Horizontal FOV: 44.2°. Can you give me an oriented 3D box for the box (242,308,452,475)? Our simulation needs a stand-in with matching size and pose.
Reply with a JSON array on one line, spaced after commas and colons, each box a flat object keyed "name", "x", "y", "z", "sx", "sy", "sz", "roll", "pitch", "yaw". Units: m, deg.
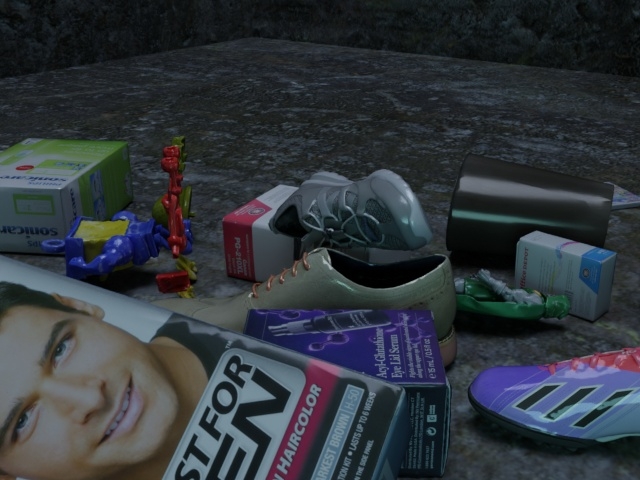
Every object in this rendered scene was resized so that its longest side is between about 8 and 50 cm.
[{"name": "box", "x": 0.019, "y": 0.150, "z": 0.805, "sx": 0.207, "sy": 0.108, "sz": 0.153, "roll": 0, "pitch": 23, "yaw": 0}]

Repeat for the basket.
[{"name": "basket", "x": 0.328, "y": -0.042, "z": 1.229, "sx": 0.227, "sy": 0.154, "sz": 0.204, "roll": 11, "pitch": 26, "yaw": 18}]

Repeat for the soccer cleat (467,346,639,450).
[{"name": "soccer cleat", "x": 0.312, "y": 0.147, "z": 0.796, "sx": 0.318, "sy": 0.116, "sz": 0.108, "roll": 6, "pitch": 23, "yaw": 13}]

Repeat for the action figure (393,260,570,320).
[{"name": "action figure", "x": 0.210, "y": 0.071, "z": 1.038, "sx": 0.232, "sy": 0.063, "sz": 0.137, "roll": 10, "pitch": -8, "yaw": 7}]

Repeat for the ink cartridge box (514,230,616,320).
[{"name": "ink cartridge box", "x": 0.333, "y": 0.046, "z": 1.081, "sx": 0.122, "sy": 0.088, "sz": 0.052, "roll": 19, "pitch": 29, "yaw": 40}]

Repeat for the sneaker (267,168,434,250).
[{"name": "sneaker", "x": 0.034, "y": -0.018, "z": 0.988, "sx": 0.115, "sy": 0.105, "sz": 0.281, "roll": -36, "pitch": 19, "yaw": -22}]

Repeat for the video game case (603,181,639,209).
[{"name": "video game case", "x": 0.551, "y": -0.086, "z": 1.507, "sx": 0.087, "sy": 0.011, "sz": 0.122, "roll": -6, "pitch": 23, "yaw": -15}]

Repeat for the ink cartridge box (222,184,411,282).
[{"name": "ink cartridge box", "x": 0.000, "y": 0.000, "z": 1.184, "sx": 0.237, "sy": 0.100, "sz": 0.172, "roll": 11, "pitch": 26, "yaw": 26}]

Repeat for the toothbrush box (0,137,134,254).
[{"name": "toothbrush box", "x": -0.477, "y": -0.085, "z": 1.375, "sx": 0.206, "sy": 0.122, "sz": 0.283, "roll": 3, "pitch": 24, "yaw": 9}]

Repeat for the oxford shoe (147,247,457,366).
[{"name": "oxford shoe", "x": -0.034, "y": 0.073, "z": 0.944, "sx": 0.397, "sy": 0.146, "sz": 0.140, "roll": -2, "pitch": 22, "yaw": -4}]

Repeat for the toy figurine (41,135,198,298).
[{"name": "toy figurine", "x": -0.303, "y": -0.032, "z": 1.171, "sx": 0.217, "sy": 0.191, "sz": 0.362, "roll": -8, "pitch": 22, "yaw": -5}]

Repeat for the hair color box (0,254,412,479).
[{"name": "hair color box", "x": -0.136, "y": 0.158, "z": 0.616, "sx": 0.374, "sy": 0.113, "sz": 0.185, "roll": 15, "pitch": 63, "yaw": 19}]
